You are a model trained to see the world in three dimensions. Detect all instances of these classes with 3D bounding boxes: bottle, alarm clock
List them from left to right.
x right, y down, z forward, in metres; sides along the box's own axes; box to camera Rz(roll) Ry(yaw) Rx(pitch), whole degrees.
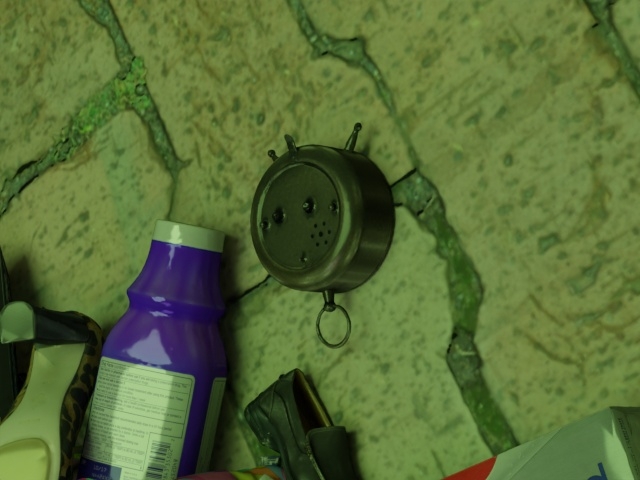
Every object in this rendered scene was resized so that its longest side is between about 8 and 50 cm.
[{"bbox_3d":[-0.147,0.124,1.563,0.118,0.092,0.283,10,88,20],"label":"bottle"},{"bbox_3d":[0.000,0.000,1.484,0.129,0.064,0.192,-16,79,37],"label":"alarm clock"}]

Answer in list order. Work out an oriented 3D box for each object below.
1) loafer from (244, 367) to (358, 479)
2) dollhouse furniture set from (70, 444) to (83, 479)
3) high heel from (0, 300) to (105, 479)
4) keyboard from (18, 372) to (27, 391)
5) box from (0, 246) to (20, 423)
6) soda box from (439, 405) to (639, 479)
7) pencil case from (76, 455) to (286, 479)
[{"bbox_3d":[-0.001,0.183,1.468,0.061,0.062,0.170,-52,58,18],"label":"loafer"},{"bbox_3d":[-0.223,0.240,1.643,0.152,0.058,0.076,3,88,39],"label":"dollhouse furniture set"},{"bbox_3d":[-0.249,0.192,1.591,0.093,0.186,0.261,0,81,15],"label":"high heel"},{"bbox_3d":[-0.316,0.238,1.744,0.108,0.023,0.180,40,111,41],"label":"keyboard"},{"bbox_3d":[-0.445,0.157,1.667,0.073,0.293,0.295,93,167,-56],"label":"box"},{"bbox_3d":[0.147,0.222,1.321,0.286,0.091,0.098,-29,68,34],"label":"soda box"},{"bbox_3d":[-0.113,0.243,1.448,0.104,0.236,0.104,1,91,47],"label":"pencil case"}]
